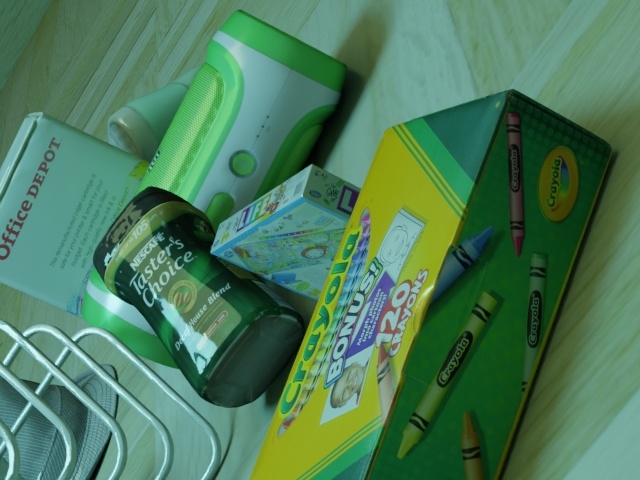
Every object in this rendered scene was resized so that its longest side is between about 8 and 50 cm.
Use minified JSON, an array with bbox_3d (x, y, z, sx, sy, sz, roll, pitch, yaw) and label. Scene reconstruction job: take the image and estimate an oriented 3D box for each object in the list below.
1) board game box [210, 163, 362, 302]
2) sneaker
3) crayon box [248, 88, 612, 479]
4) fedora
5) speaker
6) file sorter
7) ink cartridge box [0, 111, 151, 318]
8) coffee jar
[{"bbox_3d":[0.000,0.000,1.226,0.154,0.103,0.026,-28,40,59],"label":"board game box"},{"bbox_3d":[-0.140,-0.083,1.761,0.151,0.094,0.256,-33,-15,-22],"label":"sneaker"},{"bbox_3d":[0.059,0.060,1.032,0.165,0.081,0.278,-11,56,66],"label":"crayon box"},{"bbox_3d":[-0.324,0.228,1.748,0.275,0.124,0.243,-56,21,23],"label":"fedora"},{"bbox_3d":[-0.092,-0.043,1.488,0.296,0.131,0.131,-62,19,5],"label":"speaker"},{"bbox_3d":[-0.238,0.168,1.299,0.193,0.278,0.173,39,103,25],"label":"file sorter"},{"bbox_3d":[-0.202,-0.005,1.590,0.154,0.212,0.093,-66,19,-5],"label":"ink cartridge box"},{"bbox_3d":[-0.100,0.040,1.352,0.096,0.079,0.184,-53,52,10],"label":"coffee jar"}]
